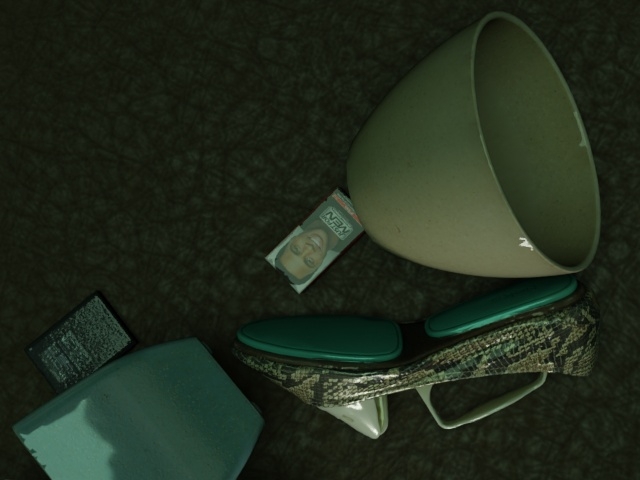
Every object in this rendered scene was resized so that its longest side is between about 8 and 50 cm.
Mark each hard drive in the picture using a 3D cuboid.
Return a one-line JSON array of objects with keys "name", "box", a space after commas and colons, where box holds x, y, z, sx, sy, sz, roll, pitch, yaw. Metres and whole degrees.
[{"name": "hard drive", "box": [-0.336, 0.148, 1.752, 0.135, 0.022, 0.094, -39, 84, 5]}]

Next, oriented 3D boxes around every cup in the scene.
[{"name": "cup", "box": [0.175, -0.090, 1.574, 0.237, 0.331, 0.331, -19, 86, 32]}]

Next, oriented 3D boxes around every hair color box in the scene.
[{"name": "hair color box", "box": [0.000, 0.000, 1.703, 0.141, 0.043, 0.072, -45, 85, 5]}]

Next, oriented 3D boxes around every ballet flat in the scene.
[{"name": "ballet flat", "box": [0.130, 0.168, 1.639, 0.482, 0.164, 0.182, -10, 107, 5]}]

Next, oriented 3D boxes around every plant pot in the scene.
[{"name": "plant pot", "box": [-0.210, 0.264, 1.632, 0.252, 0.248, 0.247, -39, 84, -9]}]

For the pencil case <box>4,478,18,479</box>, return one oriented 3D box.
[{"name": "pencil case", "box": [-0.384, 0.510, 1.553, 0.160, 0.183, 0.410, 2, 83, -19]}]
